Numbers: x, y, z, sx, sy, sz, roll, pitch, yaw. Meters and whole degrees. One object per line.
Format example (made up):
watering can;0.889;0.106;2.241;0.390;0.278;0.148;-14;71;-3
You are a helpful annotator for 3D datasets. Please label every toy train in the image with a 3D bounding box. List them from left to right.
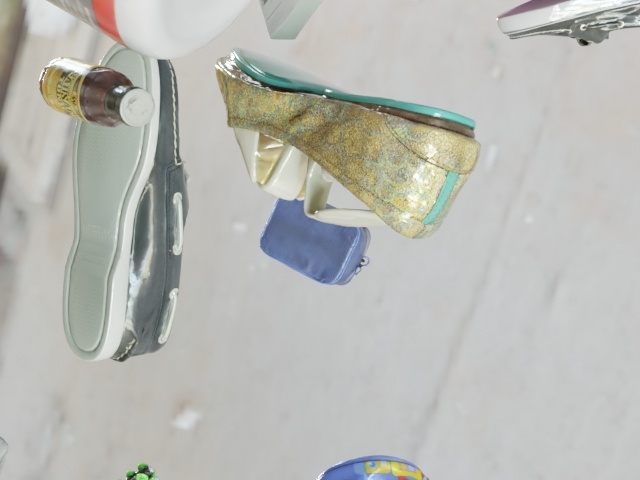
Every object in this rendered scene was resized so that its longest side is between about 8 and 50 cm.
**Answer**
toy train;-0.156;0.198;1.433;0.083;0.023;0.017;-34;27;21

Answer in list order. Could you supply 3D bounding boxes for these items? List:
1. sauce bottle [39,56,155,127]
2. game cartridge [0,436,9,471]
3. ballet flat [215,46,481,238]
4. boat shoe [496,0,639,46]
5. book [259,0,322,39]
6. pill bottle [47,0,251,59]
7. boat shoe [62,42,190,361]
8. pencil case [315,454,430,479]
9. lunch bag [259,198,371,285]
sauce bottle;-0.151;-0.100;1.269;0.128;0.042;0.042;18;95;59
game cartridge;-0.364;0.149;1.506;0.068;0.230;0.355;-56;0;-22
ballet flat;0.000;-0.077;1.502;0.348;0.123;0.123;25;101;56
boat shoe;0.198;-0.160;1.334;0.049;0.142;0.040;-69;-34;-72
book;-0.029;-0.254;1.557;0.096;0.035;0.144;-46;51;54
pill bottle;-0.205;-0.296;1.308;0.210;0.363;0.210;-51;-18;-24
boat shoe;-0.171;-0.037;1.734;0.114;0.091;0.302;27;111;44
pencil case;0.063;0.325;1.553;0.119;0.133;0.306;78;-177;-46
lunch bag;0.000;0.000;1.717;0.067;0.098;0.065;-62;-10;5
